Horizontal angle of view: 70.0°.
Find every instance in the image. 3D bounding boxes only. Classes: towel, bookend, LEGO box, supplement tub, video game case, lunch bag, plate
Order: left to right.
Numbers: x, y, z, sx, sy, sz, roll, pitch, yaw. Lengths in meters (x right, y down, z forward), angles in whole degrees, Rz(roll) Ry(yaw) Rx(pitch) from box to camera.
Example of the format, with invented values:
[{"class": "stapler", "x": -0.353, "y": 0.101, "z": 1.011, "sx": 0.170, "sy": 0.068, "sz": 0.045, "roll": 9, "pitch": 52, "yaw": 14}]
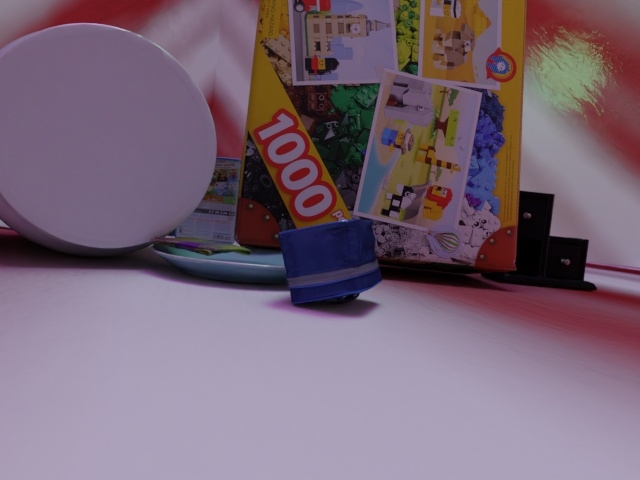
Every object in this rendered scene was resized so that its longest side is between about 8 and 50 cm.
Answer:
[{"class": "supplement tub", "x": -0.281, "y": -0.108, "z": 0.556, "sx": 0.240, "sy": 0.241, "sz": 0.331, "roll": 4, "pitch": 3, "yaw": -33}, {"class": "towel", "x": -0.116, "y": 0.006, "z": 0.444, "sx": 0.083, "sy": 0.010, "sz": 0.060, "roll": 8, "pitch": 3, "yaw": 27}, {"class": "video game case", "x": -0.222, "y": -0.082, "z": 0.902, "sx": 0.119, "sy": 0.167, "sz": 0.015, "roll": 6, "pitch": 3, "yaw": 5}, {"class": "plate", "x": -0.083, "y": 0.025, "z": 0.487, "sx": 0.187, "sy": 0.024, "sz": 0.188, "roll": 6, "pitch": 4, "yaw": 0}, {"class": "lunch bag", "x": 0.012, "y": 0.020, "z": 0.379, "sx": 0.067, "sy": 0.065, "sz": 0.098, "roll": -10, "pitch": -2, "yaw": 20}, {"class": "LEGO box", "x": 0.088, "y": -0.214, "z": 0.692, "sx": 0.371, "sy": 0.501, "sz": 0.193, "roll": 5, "pitch": -6, "yaw": -4}, {"class": "bookend", "x": 0.351, "y": -0.008, "z": 0.726, "sx": 0.157, "sy": 0.157, "sz": 0.072, "roll": 7, "pitch": 2, "yaw": -4}]

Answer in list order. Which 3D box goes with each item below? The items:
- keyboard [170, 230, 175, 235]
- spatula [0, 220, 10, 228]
[{"class": "keyboard", "x": -0.280, "y": -0.068, "z": 1.016, "sx": 0.108, "sy": 0.023, "sz": 0.180, "roll": 7, "pitch": 39, "yaw": 37}, {"class": "spatula", "x": -0.404, "y": -0.056, "z": 0.783, "sx": 0.241, "sy": 0.019, "sz": 0.168, "roll": 6, "pitch": 29, "yaw": 8}]
